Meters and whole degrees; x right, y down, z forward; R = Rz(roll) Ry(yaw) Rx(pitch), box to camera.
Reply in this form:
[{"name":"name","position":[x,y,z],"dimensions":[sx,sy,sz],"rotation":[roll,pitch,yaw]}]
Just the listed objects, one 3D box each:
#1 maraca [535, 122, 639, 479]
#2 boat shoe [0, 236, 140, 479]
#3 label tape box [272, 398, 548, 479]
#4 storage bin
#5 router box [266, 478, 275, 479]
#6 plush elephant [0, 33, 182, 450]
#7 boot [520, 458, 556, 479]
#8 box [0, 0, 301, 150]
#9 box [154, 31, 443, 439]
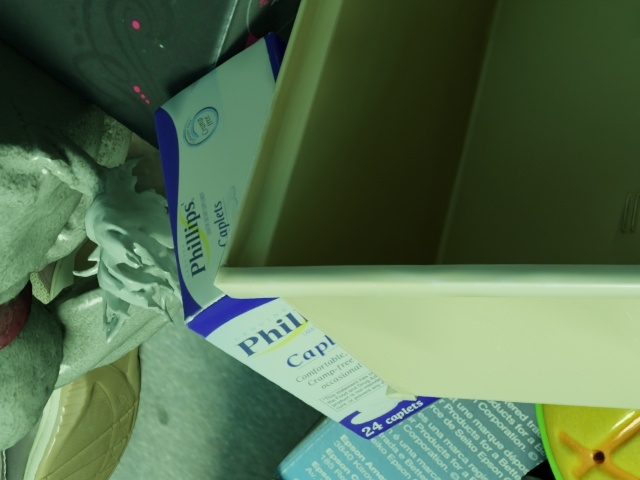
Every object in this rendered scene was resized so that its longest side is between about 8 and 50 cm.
[{"name":"maraca","position":[0.143,0.041,0.516],"dimensions":[0.127,0.099,0.185],"rotation":[-8,84,25]},{"name":"boat shoe","position":[-0.190,0.093,0.936],"dimensions":[0.092,0.103,0.285],"rotation":[31,129,22]},{"name":"label tape box","position":[0.166,0.101,0.671],"dimensions":[0.249,0.115,0.347],"rotation":[44,131,3]},{"name":"storage bin","position":[0.135,-0.074,0.451],"dimensions":[0.262,0.260,0.123],"rotation":[-1,152,33]},{"name":"router box","position":[-0.039,0.312,0.817],"dimensions":[0.309,0.081,0.243],"rotation":[94,163,-64]},{"name":"plush elephant","position":[-0.210,0.004,0.712],"dimensions":[0.330,0.272,0.255],"rotation":[43,126,22]},{"name":"boot","position":[0.094,0.165,0.643],"dimensions":[0.198,0.077,0.137],"rotation":[-12,107,24]},{"name":"box","position":[-0.115,-0.195,0.650],"dimensions":[0.270,0.143,0.165],"rotation":[34,134,12]},{"name":"box","position":[0.000,0.000,0.592],"dimensions":[0.072,0.126,0.137],"rotation":[-32,137,20]}]
